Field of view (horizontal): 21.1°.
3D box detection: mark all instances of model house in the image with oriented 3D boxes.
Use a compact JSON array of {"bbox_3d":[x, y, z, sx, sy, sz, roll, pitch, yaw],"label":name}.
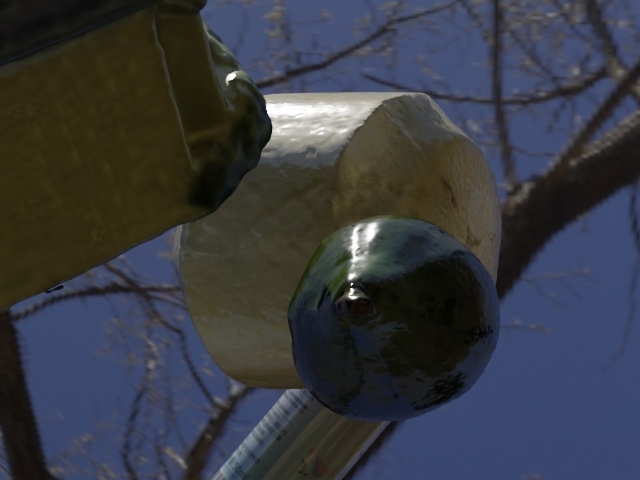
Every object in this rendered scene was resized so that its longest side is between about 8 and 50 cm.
[{"bbox_3d":[-0.217,-0.126,0.867,0.321,0.261,0.266,-24,-39,-10],"label":"model house"}]

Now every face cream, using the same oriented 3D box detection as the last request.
[{"bbox_3d":[0.004,0.131,1.253,0.075,0.075,0.229,40,-90,-23],"label":"face cream"}]

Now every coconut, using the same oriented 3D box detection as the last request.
[{"bbox_3d":[0.000,0.000,1.123,0.202,0.222,0.202,7,-98,-57],"label":"coconut"}]

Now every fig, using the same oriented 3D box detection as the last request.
[{"bbox_3d":[0.031,0.032,0.886,0.117,0.177,0.117,-4,-108,13],"label":"fig"}]
